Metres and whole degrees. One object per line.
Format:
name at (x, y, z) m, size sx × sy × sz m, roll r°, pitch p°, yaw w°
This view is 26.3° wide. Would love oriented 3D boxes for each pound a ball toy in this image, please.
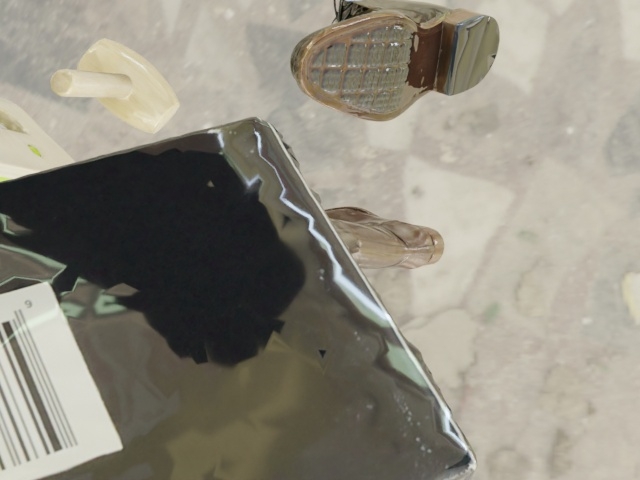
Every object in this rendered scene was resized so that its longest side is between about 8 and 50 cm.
pound a ball toy at (-0.246, -0.074, 0.882) m, size 0.136 × 0.319 × 0.208 m, roll 42°, pitch 98°, yaw 12°

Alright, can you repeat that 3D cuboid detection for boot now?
boot at (0.000, 0.000, 0.767) m, size 0.114 × 0.106 × 0.037 m, roll -3°, pitch 93°, yaw -57°
boot at (0.028, -0.141, 0.997) m, size 0.219 × 0.106 × 0.082 m, roll -13°, pitch 121°, yaw -49°

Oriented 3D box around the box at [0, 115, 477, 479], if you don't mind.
box at (-0.126, 0.145, 0.530) m, size 0.296 × 0.294 × 0.182 m, roll -17°, pitch 54°, yaw -20°
